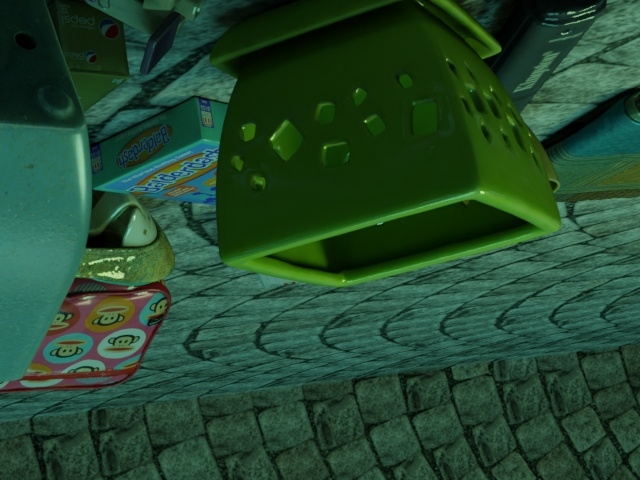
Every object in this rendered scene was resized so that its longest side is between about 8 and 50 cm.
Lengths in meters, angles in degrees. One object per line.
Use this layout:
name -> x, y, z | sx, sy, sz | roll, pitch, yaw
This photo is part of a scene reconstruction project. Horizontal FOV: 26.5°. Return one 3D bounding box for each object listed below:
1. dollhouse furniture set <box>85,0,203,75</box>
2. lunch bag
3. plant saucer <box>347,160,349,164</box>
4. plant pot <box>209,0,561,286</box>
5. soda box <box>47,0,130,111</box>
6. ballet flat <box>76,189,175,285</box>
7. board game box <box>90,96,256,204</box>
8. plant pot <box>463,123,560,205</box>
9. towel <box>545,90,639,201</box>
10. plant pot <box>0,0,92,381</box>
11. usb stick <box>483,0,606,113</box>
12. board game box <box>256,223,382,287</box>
dollhouse furniture set -> -0.127, -0.199, 0.970 | 0.081, 0.091, 0.114 | 29, 138, 3
lunch bag -> -0.355, 0.104, 1.696 | 0.293, 0.120, 0.258 | 0, 142, -31
plant saucer -> 0.060, -0.079, 1.588 | 0.168, 0.029, 0.168 | -10, 168, -2
plant pot -> 0.048, -0.091, 1.126 | 0.227, 0.207, 0.228 | -16, 165, 23
soda box -> -0.223, -0.127, 1.088 | 0.058, 0.061, 0.181 | 1, 163, -37
ballet flat -> -0.263, -0.017, 1.461 | 0.123, 0.123, 0.348 | -20, 166, 36
board game box -> -0.106, -0.085, 1.391 | 0.160, 0.047, 0.210 | -20, 163, 38
plant pot -> 0.186, -0.091, 1.481 | 0.134, 0.095, 0.134 | -9, 167, -2
towel -> 0.389, -0.110, 1.690 | 0.271, 0.040, 0.370 | -3, 167, -23
plant pot -> -0.294, -0.066, 0.936 | 0.247, 0.248, 0.252 | 1, 145, -39
usb stick -> 0.189, -0.170, 1.254 | 0.077, 0.045, 0.278 | -7, 167, -10
board game box -> 0.000, 0.000, 1.827 | 0.193, 0.053, 0.305 | -9, 167, 0
